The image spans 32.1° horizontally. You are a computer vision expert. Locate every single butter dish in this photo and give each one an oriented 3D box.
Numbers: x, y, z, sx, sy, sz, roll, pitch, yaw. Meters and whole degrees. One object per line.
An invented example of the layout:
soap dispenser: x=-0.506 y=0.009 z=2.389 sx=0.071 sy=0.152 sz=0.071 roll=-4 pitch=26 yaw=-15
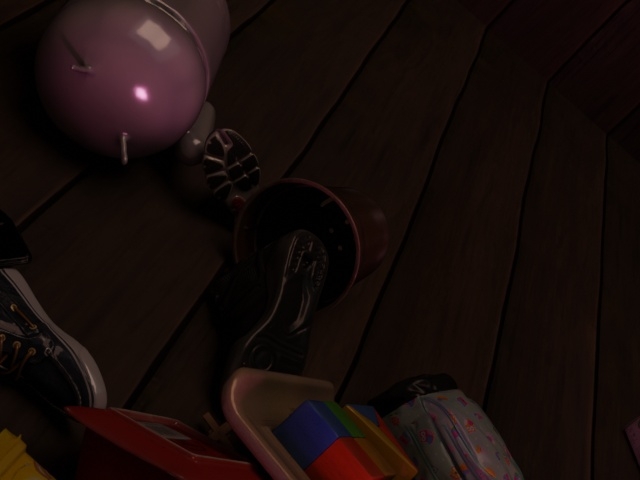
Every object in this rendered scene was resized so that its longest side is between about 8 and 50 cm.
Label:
butter dish: x=-0.141 y=0.221 z=0.953 sx=0.160 sy=0.118 sz=0.160 roll=23 pitch=-2 yaw=31

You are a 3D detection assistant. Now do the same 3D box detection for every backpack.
backpack: x=0.147 y=0.244 z=1.279 sx=0.152 sy=0.115 sz=0.182 roll=2 pitch=52 yaw=-54

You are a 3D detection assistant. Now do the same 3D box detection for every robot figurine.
robot figurine: x=-0.223 y=-0.230 z=1.345 sx=0.300 sy=0.200 sz=0.353 roll=52 pitch=25 yaw=-25

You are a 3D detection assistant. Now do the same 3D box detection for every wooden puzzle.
wooden puzzle: x=0.072 y=0.263 z=1.071 sx=0.348 sy=0.080 sz=0.322 roll=52 pitch=7 yaw=18

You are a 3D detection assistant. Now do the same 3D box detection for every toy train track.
toy train track: x=-0.115 y=0.202 z=1.110 sx=0.048 sy=0.014 sz=0.083 roll=54 pitch=35 yaw=4

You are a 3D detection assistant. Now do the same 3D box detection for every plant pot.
plant pot: x=0.000 y=0.000 z=1.382 sx=0.167 sy=0.167 sz=0.165 roll=49 pitch=22 yaw=10

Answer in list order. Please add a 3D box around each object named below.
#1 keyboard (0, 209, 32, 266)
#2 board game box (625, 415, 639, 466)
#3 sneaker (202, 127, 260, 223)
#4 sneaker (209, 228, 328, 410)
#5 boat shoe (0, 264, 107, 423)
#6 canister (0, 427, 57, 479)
keyboard: x=-0.371 y=0.005 z=1.019 sx=0.192 sy=0.038 sz=0.100 roll=-4 pitch=47 yaw=-39
board game box: x=0.580 y=0.416 z=1.658 sx=0.193 sy=0.053 sz=0.305 roll=25 pitch=34 yaw=-30
sneaker: x=-0.111 y=-0.077 z=1.386 sx=0.071 sy=0.068 sz=0.170 roll=53 pitch=-12 yaw=41
sneaker: x=-0.075 y=0.101 z=1.234 sx=0.087 sy=0.130 sz=0.227 roll=32 pitch=58 yaw=-29
boat shoe: x=-0.274 y=0.100 z=0.997 sx=0.183 sy=0.065 sz=0.083 roll=46 pitch=29 yaw=18
canister: x=-0.222 y=0.245 z=0.857 sx=0.170 sy=0.073 sz=0.126 roll=43 pitch=30 yaw=-4
